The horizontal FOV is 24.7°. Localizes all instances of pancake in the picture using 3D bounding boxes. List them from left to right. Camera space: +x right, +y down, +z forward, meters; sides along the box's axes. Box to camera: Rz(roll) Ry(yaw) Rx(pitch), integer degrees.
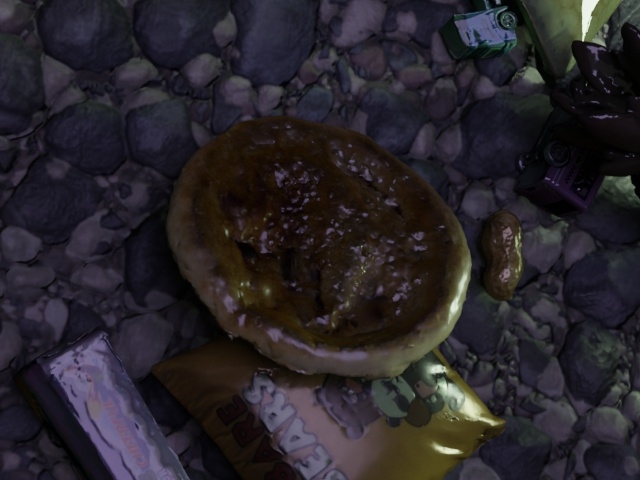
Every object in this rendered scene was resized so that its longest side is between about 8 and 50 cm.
[{"bbox_3d":[0.000,0.001,1.595,0.356,0.065,0.356,8,54,-12],"label":"pancake"}]

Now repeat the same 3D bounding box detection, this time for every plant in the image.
[{"bbox_3d":[0.426,-0.133,1.722,0.321,0.194,0.181,33,61,-23],"label":"plant"}]

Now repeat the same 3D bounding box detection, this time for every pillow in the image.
[{"bbox_3d":[0.018,0.180,1.609,0.312,0.119,0.310,-37,91,-26],"label":"pillow"},{"bbox_3d":[0.348,-0.363,1.856,0.302,0.075,0.185,-49,125,-24],"label":"pillow"}]

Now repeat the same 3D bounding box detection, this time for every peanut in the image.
[{"bbox_3d":[0.218,0.017,1.760,0.054,0.054,0.113,6,78,-20],"label":"peanut"}]

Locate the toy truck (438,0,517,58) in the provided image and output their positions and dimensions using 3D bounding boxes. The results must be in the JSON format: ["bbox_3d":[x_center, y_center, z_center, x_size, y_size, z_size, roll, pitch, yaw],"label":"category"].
[{"bbox_3d":[0.183,-0.310,1.802,0.081,0.067,0.175,-11,82,-17],"label":"toy truck"}]

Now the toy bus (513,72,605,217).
[{"bbox_3d":[0.319,-0.121,1.807,0.098,0.087,0.178,33,73,-14],"label":"toy bus"}]

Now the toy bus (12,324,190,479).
[{"bbox_3d":[-0.190,0.243,1.509,0.112,0.138,0.317,-32,90,-22],"label":"toy bus"}]
